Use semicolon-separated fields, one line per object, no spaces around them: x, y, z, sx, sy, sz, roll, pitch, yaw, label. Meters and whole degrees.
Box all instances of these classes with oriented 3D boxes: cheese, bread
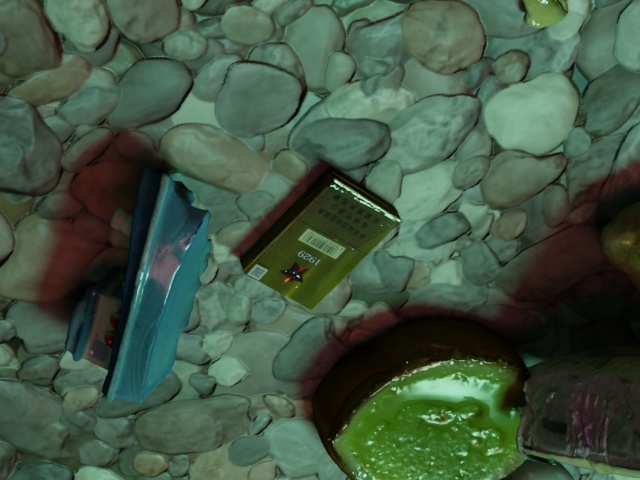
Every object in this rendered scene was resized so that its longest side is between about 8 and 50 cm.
0.182;-0.215;1.489;0.044;0.030;0.083;-12;139;24;cheese
0.112;0.179;1.766;0.236;0.070;0.236;-7;130;-9;bread

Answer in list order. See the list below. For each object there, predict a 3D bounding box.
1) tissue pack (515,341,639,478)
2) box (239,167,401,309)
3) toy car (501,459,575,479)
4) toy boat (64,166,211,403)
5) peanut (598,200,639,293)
0.352;0.164;1.703;0.257;0.215;0.123;-3;94;-34;tissue pack
0.000;0.000;1.622;0.090;0.023;0.133;30;116;-30;box
0.222;0.283;1.865;0.139;0.112;0.112;25;104;-19;toy car
-0.166;0.034;1.568;0.098;0.109;0.238;26;125;9;toy boat
0.387;0.031;1.678;0.253;0.122;0.137;24;161;-25;peanut
